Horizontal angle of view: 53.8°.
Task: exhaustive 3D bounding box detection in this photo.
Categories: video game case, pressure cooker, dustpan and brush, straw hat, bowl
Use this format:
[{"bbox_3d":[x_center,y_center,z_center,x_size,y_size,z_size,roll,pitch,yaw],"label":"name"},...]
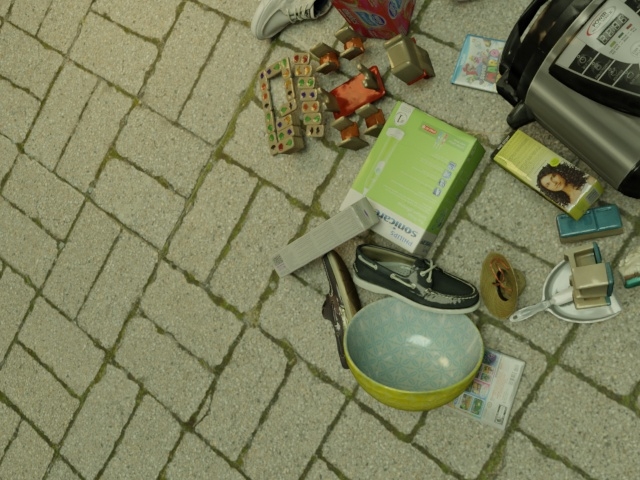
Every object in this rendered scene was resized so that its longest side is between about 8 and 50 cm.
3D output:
[{"bbox_3d":[0.354,0.314,1.378,0.143,0.019,0.157,18,93,24],"label":"video game case"},{"bbox_3d":[0.394,-0.397,1.434,0.166,0.015,0.119,20,93,24],"label":"video game case"},{"bbox_3d":[0.557,-0.329,1.170,0.369,0.376,0.420,-31,68,-25],"label":"pressure cooker"},{"bbox_3d":[0.495,0.123,1.311,0.211,0.060,0.147,-28,74,18],"label":"dustpan and brush"},{"bbox_3d":[0.405,0.094,1.351,0.061,0.144,0.145,-6,80,-20],"label":"straw hat"},{"bbox_3d":[0.195,0.269,1.355,0.289,0.289,0.156,15,129,24],"label":"bowl"}]

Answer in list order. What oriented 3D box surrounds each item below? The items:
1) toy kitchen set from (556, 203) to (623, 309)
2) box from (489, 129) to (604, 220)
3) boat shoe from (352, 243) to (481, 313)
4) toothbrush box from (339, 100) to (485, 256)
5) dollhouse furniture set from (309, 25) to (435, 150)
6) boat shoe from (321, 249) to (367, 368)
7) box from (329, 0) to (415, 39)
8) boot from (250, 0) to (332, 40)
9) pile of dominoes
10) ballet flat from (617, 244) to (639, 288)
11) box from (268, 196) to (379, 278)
[{"bbox_3d":[0.536,0.013,1.217,0.122,0.166,0.207,-11,64,18],"label":"toy kitchen set"},{"bbox_3d":[0.466,-0.142,1.313,0.087,0.058,0.232,-52,47,10],"label":"box"},{"bbox_3d":[0.208,0.081,1.403,0.302,0.114,0.091,12,121,23],"label":"boat shoe"},{"bbox_3d":[0.208,-0.137,1.431,0.206,0.122,0.283,31,96,24],"label":"toothbrush box"},{"bbox_3d":[0.127,-0.376,1.509,0.259,0.135,0.262,-23,76,32],"label":"dollhouse furniture set"},{"bbox_3d":[0.047,0.165,1.483,0.092,0.103,0.285,-21,82,15],"label":"boat shoe"},{"bbox_3d":[0.116,-0.566,1.440,0.128,0.257,0.123,15,89,24],"label":"box"},{"bbox_3d":[-0.060,-0.596,1.607,0.258,0.095,0.123,-48,62,11],"label":"boot"},{"bbox_3d":[-0.087,-0.347,1.591,0.196,0.040,0.251,-18,77,42],"label":"pile of dominoes"},{"bbox_3d":[0.728,-0.014,1.158,0.408,0.147,0.147,-12,79,0],"label":"ballet flat"},{"bbox_3d":[0.000,0.000,1.463,0.324,0.063,0.067,-32,90,45],"label":"box"}]
